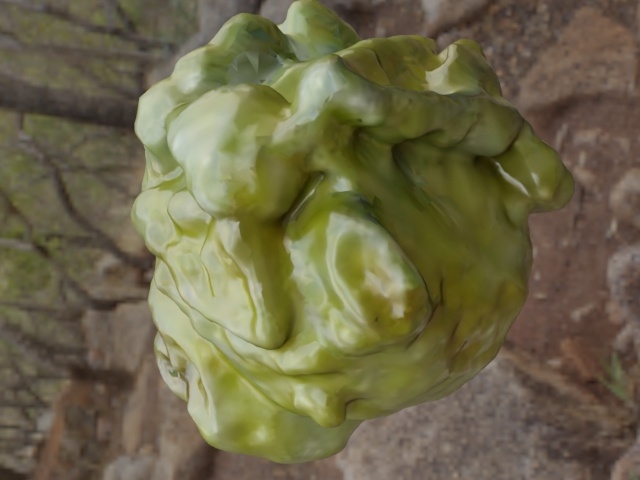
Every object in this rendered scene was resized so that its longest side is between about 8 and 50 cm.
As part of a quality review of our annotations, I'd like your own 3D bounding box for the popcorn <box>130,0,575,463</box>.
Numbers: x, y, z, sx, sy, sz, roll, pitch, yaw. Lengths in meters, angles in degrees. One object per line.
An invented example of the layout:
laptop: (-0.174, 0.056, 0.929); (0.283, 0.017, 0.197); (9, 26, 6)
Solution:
popcorn: (0.005, -0.017, 0.901); (0.312, 0.312, 0.312); (-176, 90, -70)
